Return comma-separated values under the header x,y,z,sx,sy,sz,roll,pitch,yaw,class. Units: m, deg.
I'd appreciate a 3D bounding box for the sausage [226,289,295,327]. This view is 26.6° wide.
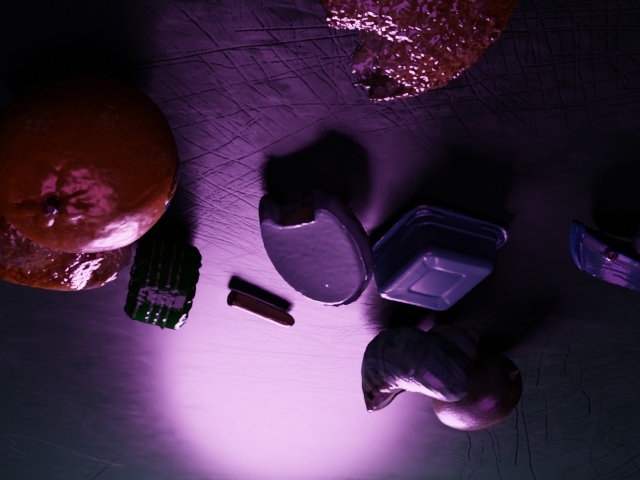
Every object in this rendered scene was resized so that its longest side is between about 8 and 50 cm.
x,y,z,sx,sy,sz,roll,pitch,yaw,class
-0.085,0.102,1.972,0.116,0.026,0.026,25,139,-34,sausage

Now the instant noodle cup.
x,y,z,sx,sy,sz,roll,pitch,yaw,class
0.154,0.030,1.830,0.157,0.070,0.179,15,142,-24,instant noodle cup

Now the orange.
x,y,z,sx,sy,sz,roll,pitch,yaw,class
-0.271,-0.085,1.551,0.219,0.193,0.219,14,147,9,orange

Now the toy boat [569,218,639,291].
x,y,z,sx,sy,sz,roll,pitch,yaw,class
0.427,0.006,1.802,0.215,0.088,0.102,13,110,-18,toy boat

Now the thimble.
x,y,z,sx,sy,sz,roll,pitch,yaw,class
-0.213,0.058,1.824,0.090,0.118,0.130,12,126,-11,thimble

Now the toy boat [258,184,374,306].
x,y,z,sx,sy,sz,roll,pitch,yaw,class
0.000,0.000,1.794,0.134,0.079,0.208,-13,134,21,toy boat

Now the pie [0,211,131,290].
x,y,z,sx,sy,sz,roll,pitch,yaw,class
-0.350,-0.003,1.758,0.205,0.084,0.179,31,136,-33,pie

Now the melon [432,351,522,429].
x,y,z,sx,sy,sz,roll,pitch,yaw,class
0.245,0.232,2.090,0.114,0.114,0.167,24,141,-32,melon

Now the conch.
x,y,z,sx,sy,sz,roll,pitch,yaw,class
0.146,0.189,2.022,0.188,0.122,0.176,-7,154,15,conch

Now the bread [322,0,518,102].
x,y,z,sx,sy,sz,roll,pitch,yaw,class
0.102,-0.253,1.314,0.192,0.171,0.314,-3,147,11,bread
